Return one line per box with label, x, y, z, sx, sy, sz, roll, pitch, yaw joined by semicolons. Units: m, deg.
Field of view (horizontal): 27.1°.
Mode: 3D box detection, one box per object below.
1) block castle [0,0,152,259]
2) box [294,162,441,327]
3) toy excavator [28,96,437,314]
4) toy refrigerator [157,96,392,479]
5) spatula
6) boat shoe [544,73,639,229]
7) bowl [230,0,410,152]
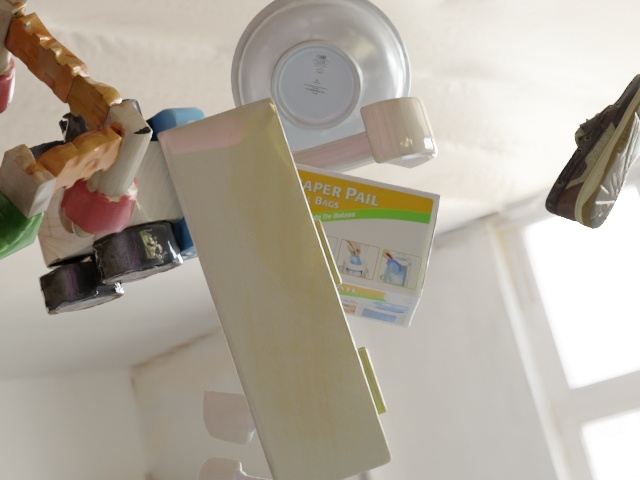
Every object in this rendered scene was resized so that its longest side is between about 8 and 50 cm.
block castle;-0.429;-0.067;1.390;0.453;0.303;0.213;-34;-18;-44
box;0.000;0.000;1.252;0.203;0.103;0.114;12;-18;2
toy excavator;-0.126;-0.083;1.781;0.445;0.222;0.433;-11;-9;-43
toy refrigerator;-0.031;0.038;0.965;0.094;0.269;0.102;-18;3;-5
spatula;-0.046;0.230;1.218;0.019;0.168;0.242;13;-8;-38
boat shoe;0.323;-0.112;1.515;0.073;0.223;0.080;16;-29;28
bowl;-0.002;-0.252;2.122;0.298;0.298;0.134;-17;12;6
